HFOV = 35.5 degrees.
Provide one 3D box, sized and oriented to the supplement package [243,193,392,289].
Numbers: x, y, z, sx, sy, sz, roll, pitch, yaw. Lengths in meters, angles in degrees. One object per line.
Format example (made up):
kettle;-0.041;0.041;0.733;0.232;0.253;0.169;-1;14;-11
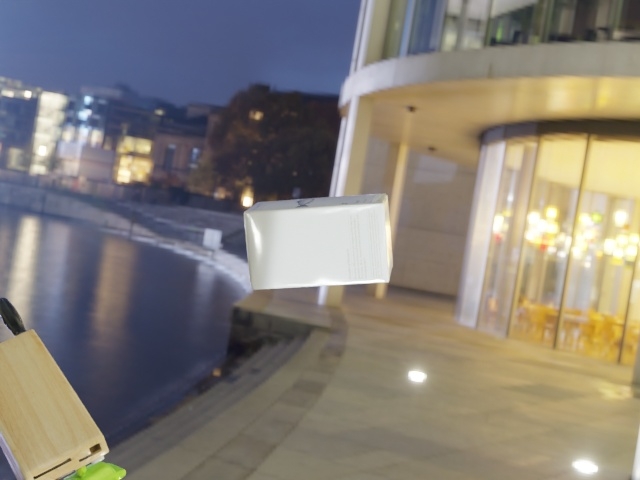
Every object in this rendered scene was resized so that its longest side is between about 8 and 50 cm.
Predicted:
supplement package;0.000;0.000;1.303;0.179;0.105;0.105;-4;10;7

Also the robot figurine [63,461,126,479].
robot figurine;-0.327;0.355;1.406;0.067;0.101;0.115;13;23;34

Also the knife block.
knife block;-0.344;0.160;1.130;0.088;0.242;0.276;-27;-4;-22
